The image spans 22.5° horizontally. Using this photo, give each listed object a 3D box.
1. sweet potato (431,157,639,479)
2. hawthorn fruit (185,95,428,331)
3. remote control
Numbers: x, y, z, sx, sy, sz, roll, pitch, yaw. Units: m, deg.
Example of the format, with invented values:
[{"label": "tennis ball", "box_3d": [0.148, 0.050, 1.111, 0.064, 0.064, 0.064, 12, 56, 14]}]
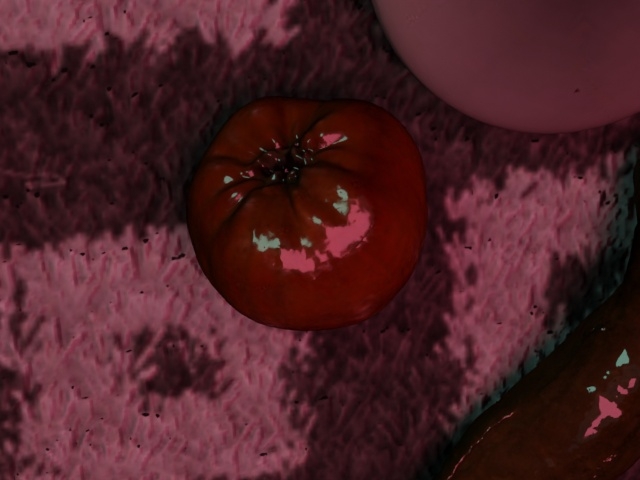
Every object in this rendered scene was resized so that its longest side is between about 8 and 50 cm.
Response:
[{"label": "sweet potato", "box_3d": [0.156, 0.067, 0.909, 0.112, 0.085, 0.286, 42, 103, 10]}, {"label": "hawthorn fruit", "box_3d": [-0.001, -0.005, 0.807, 0.125, 0.125, 0.140, -26, 110, -9]}, {"label": "remote control", "box_3d": [0.136, -0.210, 0.791, 0.221, 0.103, 0.332, 3, 112, -16]}]
